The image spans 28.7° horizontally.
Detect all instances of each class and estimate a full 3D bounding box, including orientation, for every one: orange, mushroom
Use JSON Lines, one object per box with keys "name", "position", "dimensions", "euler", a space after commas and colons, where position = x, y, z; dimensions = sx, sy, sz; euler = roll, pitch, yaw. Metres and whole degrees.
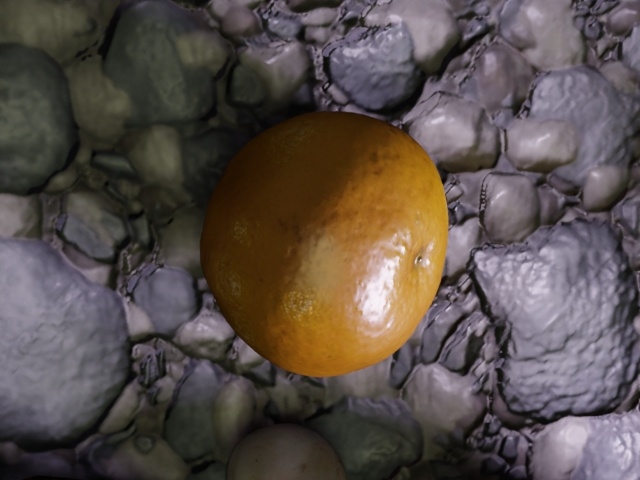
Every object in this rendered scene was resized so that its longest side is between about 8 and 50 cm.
{"name": "orange", "position": [0.000, 0.000, 0.739], "dimensions": [0.136, 0.159, 0.159], "euler": [13, 112, 27]}
{"name": "mushroom", "position": [-0.027, 0.167, 0.834], "dimensions": [0.085, 0.085, 0.079], "euler": [17, 140, -16]}

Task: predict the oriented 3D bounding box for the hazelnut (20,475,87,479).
{"name": "hazelnut", "position": [-0.157, 0.230, 0.778], "dimensions": [0.202, 0.160, 0.170], "euler": [10, 106, -8]}
